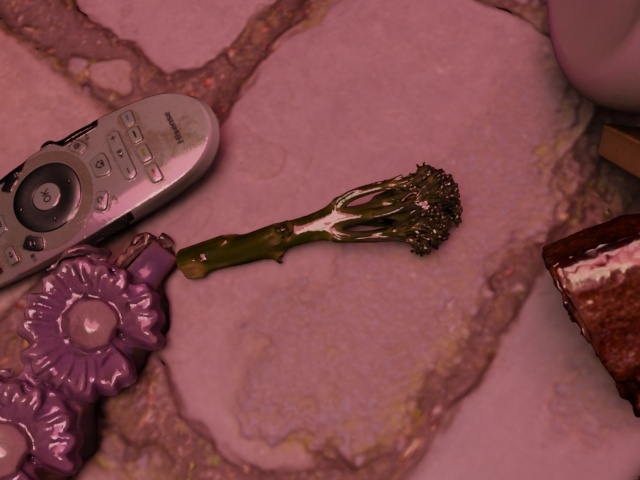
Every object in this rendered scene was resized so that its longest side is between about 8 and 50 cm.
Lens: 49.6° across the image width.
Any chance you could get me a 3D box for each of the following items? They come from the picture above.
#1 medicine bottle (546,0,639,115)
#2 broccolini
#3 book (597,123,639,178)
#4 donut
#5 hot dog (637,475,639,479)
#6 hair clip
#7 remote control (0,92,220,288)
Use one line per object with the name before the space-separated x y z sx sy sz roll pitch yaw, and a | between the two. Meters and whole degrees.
medicine bottle | 0.329 -0.196 0.444 0.301 0.241 0.241 2 71 -3
broccolini | 0.000 0.000 0.521 0.216 0.058 0.067 -19 35 7
book | 0.279 -0.031 0.407 0.161 0.231 0.026 6 109 0
donut | 0.248 0.034 0.426 0.186 0.126 0.144 -21 103 15
hot dog | 0.175 0.212 0.415 0.088 0.061 0.286 38 77 28
hair clip | -0.194 0.109 0.487 0.106 0.084 0.292 36 72 -2
remote control | -0.194 -0.036 0.549 0.256 0.045 0.097 -27 69 0
